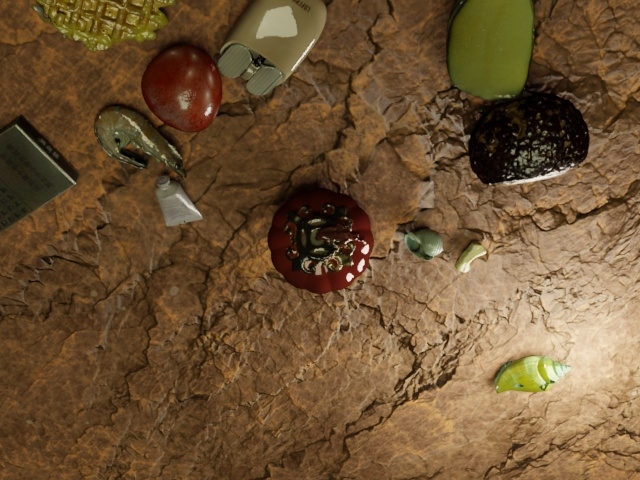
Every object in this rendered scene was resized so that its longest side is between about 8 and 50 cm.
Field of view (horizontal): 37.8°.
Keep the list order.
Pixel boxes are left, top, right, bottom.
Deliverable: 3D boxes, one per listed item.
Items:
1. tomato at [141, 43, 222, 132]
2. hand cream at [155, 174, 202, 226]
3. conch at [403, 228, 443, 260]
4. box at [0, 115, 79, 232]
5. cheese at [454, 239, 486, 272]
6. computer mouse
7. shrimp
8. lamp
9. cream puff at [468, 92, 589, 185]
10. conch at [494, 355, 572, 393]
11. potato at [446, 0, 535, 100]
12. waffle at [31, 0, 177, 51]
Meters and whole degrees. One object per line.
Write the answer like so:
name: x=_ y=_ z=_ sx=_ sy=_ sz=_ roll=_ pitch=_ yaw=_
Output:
tomato: x=-0.266 y=-0.286 z=1.806 sx=0.167 sy=0.167 sz=0.167 roll=0 pitch=126 yaw=0
hand cream: x=-0.317 y=-0.086 z=2.023 sx=0.084 sy=0.053 sz=0.142 roll=-11 pitch=141 yaw=9
conch: x=0.232 y=0.004 z=2.077 sx=0.085 sy=0.056 sz=0.076 roll=40 pitch=141 yaw=8
box: x=-0.696 y=-0.114 z=1.994 sx=0.325 sy=0.047 sz=0.180 roll=-29 pitch=121 yaw=20
cheese: x=0.340 y=0.038 z=2.116 sx=0.044 sy=0.030 sz=0.083 roll=28 pitch=116 yaw=-12
computer mouse: x=-0.091 y=-0.385 z=1.775 sx=0.145 sy=0.082 sz=0.236 roll=33 pitch=119 yaw=-23
shrimp: x=-0.373 y=-0.190 z=1.940 sx=0.126 sy=0.047 sz=0.223 roll=-36 pitch=115 yaw=30
lamp: x=0.000 y=0.000 z=1.975 sx=0.227 sy=0.227 sz=0.227 roll=0 pitch=126 yaw=0
cream puff: x=0.405 y=-0.197 z=1.829 sx=0.239 sy=0.239 sz=0.164 roll=-13 pitch=95 yaw=9
conch: x=0.524 y=0.330 z=2.311 sx=0.201 sy=0.079 sz=0.095 roll=-10 pitch=108 yaw=18
potato: x=0.316 y=-0.397 z=1.747 sx=0.160 sy=0.111 sz=0.271 roll=1 pitch=140 yaw=9
waffle: x=-0.410 y=-0.477 z=1.723 sx=0.262 sy=0.060 sz=0.280 roll=-20 pitch=125 yaw=10
